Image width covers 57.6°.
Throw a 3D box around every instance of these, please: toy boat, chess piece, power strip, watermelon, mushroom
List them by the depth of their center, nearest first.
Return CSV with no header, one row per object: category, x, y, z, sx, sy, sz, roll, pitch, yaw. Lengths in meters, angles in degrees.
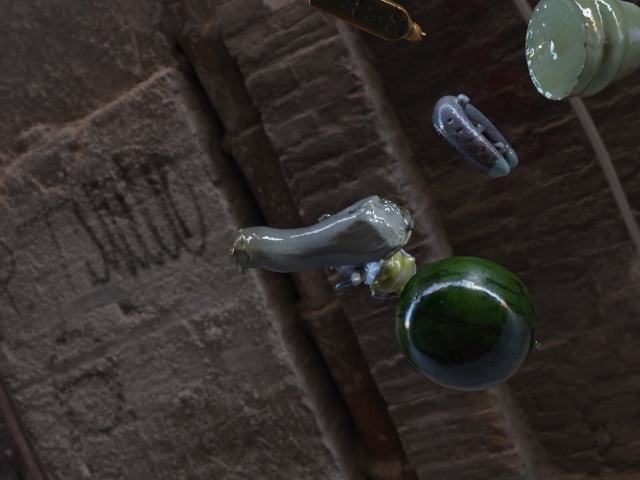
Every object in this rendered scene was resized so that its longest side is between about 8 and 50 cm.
power strip,0.064,-0.312,0.791,0.028,0.178,0.049,-99,30,-62
mushroom,0.001,0.001,0.860,0.278,0.099,0.096,-11,-19,5
watermelon,0.250,0.144,1.009,0.242,0.242,0.242,-23,4,2
toy boat,0.353,-0.244,1.303,0.155,0.227,0.085,-34,-14,-50
chess piece,0.719,-0.456,1.328,0.442,0.234,0.234,-9,0,-13

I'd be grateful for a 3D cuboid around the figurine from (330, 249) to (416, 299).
figurine,0.106,0.052,1.164,0.183,0.128,0.208,15,-6,-1
